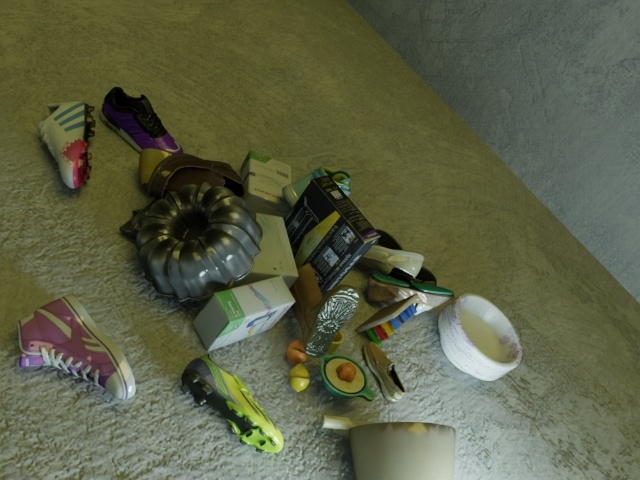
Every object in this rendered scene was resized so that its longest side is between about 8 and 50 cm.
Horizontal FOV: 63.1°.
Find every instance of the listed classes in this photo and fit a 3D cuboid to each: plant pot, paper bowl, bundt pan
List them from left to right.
[{"bbox_3d":[-0.476,-0.193,1.529,0.134,0.134,0.095,20,69,-21],"label":"plant pot"},{"bbox_3d":[-0.320,-0.016,1.323,0.331,0.124,0.330,-5,56,7],"label":"bundt pan"},{"bbox_3d":[0.195,0.580,1.201,0.257,0.256,0.274,16,57,-25],"label":"plant pot"},{"bbox_3d":[0.516,0.330,1.740,0.284,0.148,0.284,21,41,-20],"label":"paper bowl"}]

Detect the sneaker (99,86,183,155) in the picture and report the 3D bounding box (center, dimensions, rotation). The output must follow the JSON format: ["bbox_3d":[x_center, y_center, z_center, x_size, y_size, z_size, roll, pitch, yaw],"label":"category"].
[{"bbox_3d":[-0.546,-0.365,1.612,0.293,0.146,0.102,35,39,-3],"label":"sneaker"}]

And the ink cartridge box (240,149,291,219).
[{"bbox_3d":[-0.184,-0.179,1.747,0.160,0.092,0.219,20,43,-23],"label":"ink cartridge box"}]

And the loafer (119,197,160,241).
[{"bbox_3d":[-0.489,-0.070,1.437,0.061,0.062,0.170,26,39,-7],"label":"loafer"}]

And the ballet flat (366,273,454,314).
[{"bbox_3d":[0.295,0.188,1.742,0.316,0.106,0.107,13,10,-14],"label":"ballet flat"}]

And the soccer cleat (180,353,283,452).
[{"bbox_3d":[-0.189,0.372,1.208,0.289,0.093,0.121,39,32,1],"label":"soccer cleat"}]

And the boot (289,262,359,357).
[{"bbox_3d":[-0.012,0.144,1.396,0.089,0.236,0.269,22,24,-27],"label":"boot"}]

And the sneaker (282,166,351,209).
[{"bbox_3d":[0.046,-0.104,1.689,0.319,0.208,0.127,47,14,-35],"label":"sneaker"}]

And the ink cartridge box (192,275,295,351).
[{"bbox_3d":[-0.194,0.184,1.336,0.212,0.154,0.093,-14,64,-45],"label":"ink cartridge box"}]

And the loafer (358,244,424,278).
[{"bbox_3d":[0.212,0.073,1.752,0.269,0.102,0.092,5,73,6],"label":"loafer"}]

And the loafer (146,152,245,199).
[{"bbox_3d":[-0.342,-0.169,1.523,0.130,0.133,0.366,35,24,20],"label":"loafer"}]

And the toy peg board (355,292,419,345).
[{"bbox_3d":[0.223,0.249,1.599,0.161,0.161,0.079,-28,87,-48],"label":"toy peg board"}]

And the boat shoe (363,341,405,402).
[{"bbox_3d":[0.192,0.370,1.513,0.068,0.072,0.190,-6,56,-41],"label":"boat shoe"}]

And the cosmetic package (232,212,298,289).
[{"bbox_3d":[-0.209,0.040,1.482,0.225,0.138,0.224,7,48,-31],"label":"cosmetic package"}]

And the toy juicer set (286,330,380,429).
[{"bbox_3d":[0.031,0.359,1.345,0.209,0.089,0.329,-1,42,-36],"label":"toy juicer set"}]

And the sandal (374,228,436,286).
[{"bbox_3d":[0.277,0.085,1.849,0.303,0.120,0.086,42,7,1],"label":"sandal"}]

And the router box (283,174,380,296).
[{"bbox_3d":[0.000,0.000,1.541,0.081,0.309,0.243,-21,67,-47],"label":"router box"}]

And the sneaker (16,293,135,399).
[{"bbox_3d":[-0.519,0.251,1.078,0.282,0.102,0.161,40,41,19],"label":"sneaker"}]

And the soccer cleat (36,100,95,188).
[{"bbox_3d":[-0.708,-0.265,1.438,0.143,0.116,0.331,0,48,-17],"label":"soccer cleat"}]
